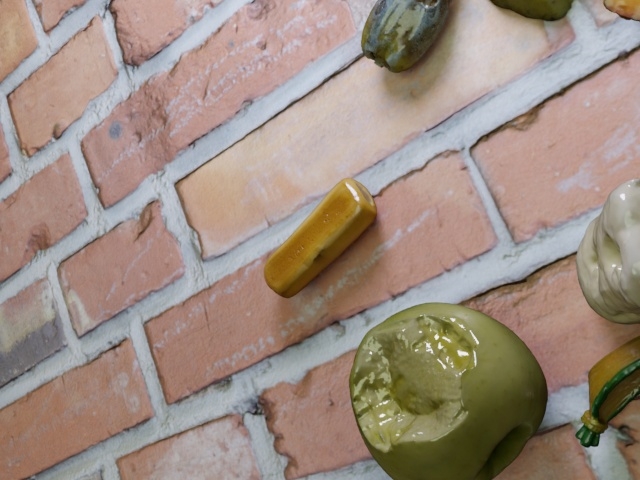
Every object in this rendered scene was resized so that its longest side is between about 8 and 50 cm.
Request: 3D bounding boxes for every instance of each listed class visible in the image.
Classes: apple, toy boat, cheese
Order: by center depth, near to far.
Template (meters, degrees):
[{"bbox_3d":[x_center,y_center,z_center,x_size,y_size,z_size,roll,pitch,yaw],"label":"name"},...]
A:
[{"bbox_3d":[0.459,0.019,0.998,0.248,0.251,0.173,-1,72,-2],"label":"cheese"},{"bbox_3d":[0.423,0.188,1.042,0.229,0.089,0.088,-45,45,33],"label":"toy boat"},{"bbox_3d":[0.179,0.219,1.113,0.279,0.279,0.279,-1,88,33],"label":"apple"}]

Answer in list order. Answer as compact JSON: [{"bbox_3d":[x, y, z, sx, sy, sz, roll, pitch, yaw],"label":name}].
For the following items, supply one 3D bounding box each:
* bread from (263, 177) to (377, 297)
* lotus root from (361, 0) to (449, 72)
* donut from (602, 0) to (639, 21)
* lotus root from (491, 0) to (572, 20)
[{"bbox_3d":[0.000,0.000,1.336,0.239,0.074,0.092,-45,59,24],"label":"bread"},{"bbox_3d":[0.143,-0.358,1.242,0.113,0.088,0.192,38,109,11],"label":"lotus root"},{"bbox_3d":[0.530,-0.453,0.948,0.378,0.163,0.434,8,91,32],"label":"donut"},{"bbox_3d":[0.313,-0.421,1.138,0.204,0.078,0.183,23,102,30],"label":"lotus root"}]
